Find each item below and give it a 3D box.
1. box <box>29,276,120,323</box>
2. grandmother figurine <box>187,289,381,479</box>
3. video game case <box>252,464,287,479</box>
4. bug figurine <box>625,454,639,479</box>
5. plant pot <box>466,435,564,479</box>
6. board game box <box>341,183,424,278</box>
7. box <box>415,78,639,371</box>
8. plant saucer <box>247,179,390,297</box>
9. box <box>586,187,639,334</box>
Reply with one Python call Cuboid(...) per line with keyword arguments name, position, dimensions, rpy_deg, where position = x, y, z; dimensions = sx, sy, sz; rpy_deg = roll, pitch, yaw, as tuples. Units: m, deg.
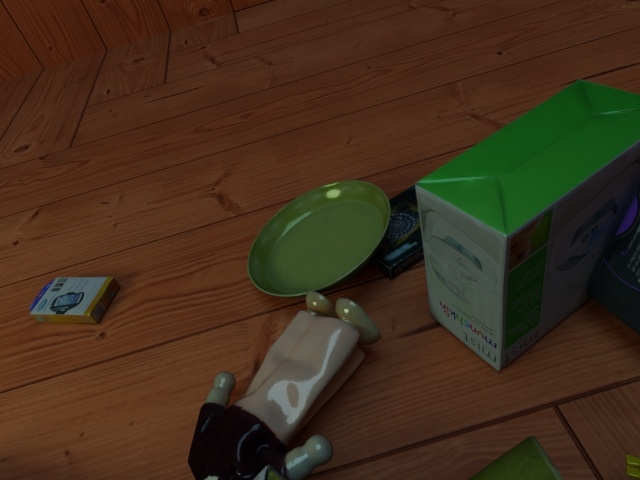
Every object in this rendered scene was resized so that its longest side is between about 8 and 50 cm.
Cuboid(name="box", position=(-0.415, 0.099, 0.806), dimensions=(0.136, 0.028, 0.081), rpy_deg=(-3, 44, 18))
Cuboid(name="grandmother figurine", position=(-0.066, 0.209, 0.533), dimensions=(0.342, 0.104, 0.208), rpy_deg=(-48, 23, -26))
Cuboid(name="video game case", position=(-0.103, 0.303, 0.334), dimensions=(0.232, 0.042, 0.210), rpy_deg=(-48, 5, -2))
Cuboid(name="bug figurine", position=(0.363, 0.256, 0.324), dimensions=(0.279, 0.072, 0.216), rpy_deg=(8, 24, 31))
Cuboid(name="plant pot", position=(0.073, 0.311, 0.280), dimensions=(0.294, 0.274, 0.274), rpy_deg=(-31, 41, 9))
Cuboid(name="board game box", position=(0.144, -0.026, 0.762), dimensions=(0.186, 0.026, 0.126), rpy_deg=(-31, 44, -16))
Cuboid(name="box", position=(0.254, -0.018, 0.565), dimensions=(0.262, 0.231, 0.127), rpy_deg=(-32, 43, -17))
Cuboid(name="plant saucer", position=(0.000, 0.000, 0.740), dimensions=(0.241, 0.037, 0.240), rpy_deg=(-20, 38, 17))
Cuboid(name="box", position=(0.435, 0.059, 0.455), dimensions=(0.144, 0.165, 0.270), rpy_deg=(-13, 40, -21))
